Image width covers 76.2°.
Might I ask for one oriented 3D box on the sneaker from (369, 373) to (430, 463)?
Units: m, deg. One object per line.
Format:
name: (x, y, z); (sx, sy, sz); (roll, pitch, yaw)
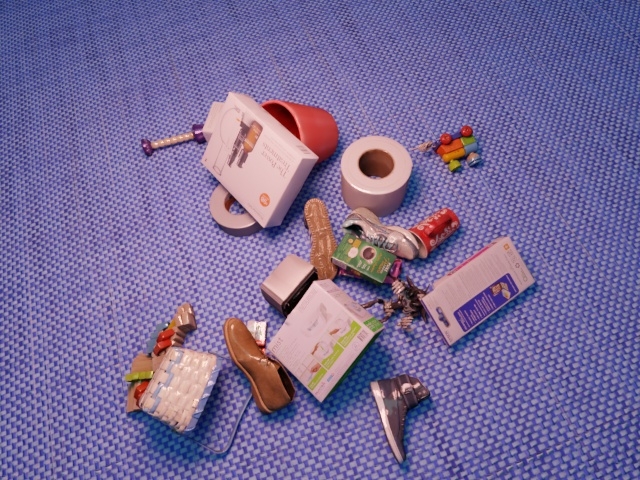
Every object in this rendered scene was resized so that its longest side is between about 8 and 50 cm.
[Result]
sneaker: (0.250, 0.498, 1.165); (0.163, 0.086, 0.226); (-15, 64, -1)

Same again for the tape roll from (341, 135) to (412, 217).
tape roll: (0.194, -0.227, 1.464); (0.246, 0.169, 0.246); (-2, 65, 3)

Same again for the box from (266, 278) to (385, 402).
box: (0.012, 0.285, 1.196); (0.231, 0.127, 0.262); (39, 104, 20)

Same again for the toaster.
toaster: (-0.096, 0.156, 1.304); (0.110, 0.168, 0.186); (34, 70, 20)

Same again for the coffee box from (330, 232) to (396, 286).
coffee box: (0.136, 0.061, 1.302); (0.184, 0.040, 0.113); (25, 60, 13)

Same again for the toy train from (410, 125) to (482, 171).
toy train: (0.477, -0.320, 1.537); (0.248, 0.105, 0.143); (-21, 79, -7)

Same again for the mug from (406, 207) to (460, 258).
mug: (0.391, -0.030, 1.380); (0.169, 0.150, 0.113); (-33, 101, -17)

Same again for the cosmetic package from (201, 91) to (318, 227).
cosmetic package: (-0.220, -0.272, 1.379); (0.377, 0.284, 0.097); (44, 32, 21)

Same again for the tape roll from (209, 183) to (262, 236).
tape roll: (-0.290, -0.126, 1.497); (0.219, 0.072, 0.219); (-2, 64, 3)

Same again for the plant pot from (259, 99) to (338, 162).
plant pot: (-0.080, -0.372, 1.480); (0.243, 0.275, 0.275); (-23, 61, -44)

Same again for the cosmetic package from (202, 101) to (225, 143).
cosmetic package: (-0.335, -0.428, 1.597); (0.183, 0.151, 0.151); (10, 66, 8)

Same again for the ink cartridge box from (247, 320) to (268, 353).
ink cartridge box: (-0.206, 0.318, 1.307); (0.062, 0.029, 0.115); (1, 65, 3)

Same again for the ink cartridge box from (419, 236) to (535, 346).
ink cartridge box: (0.489, 0.156, 1.289); (0.371, 0.069, 0.176); (-32, 93, -14)

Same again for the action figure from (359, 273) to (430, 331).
action figure: (0.241, 0.206, 1.270); (0.275, 0.141, 0.164); (-21, 86, -5)

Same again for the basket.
basket: (-0.343, 0.440, 1.181); (0.289, 0.201, 0.255); (31, 65, -13)

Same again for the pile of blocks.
pile of blocks: (-0.512, 0.350, 1.264); (0.149, 0.113, 0.362); (15, 66, 10)

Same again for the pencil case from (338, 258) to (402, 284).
pencil case: (0.165, 0.091, 1.359); (0.209, 0.095, 0.098); (9, 47, 6)

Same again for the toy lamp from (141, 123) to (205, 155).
toy lamp: (-0.575, -0.411, 1.644); (0.274, 0.080, 0.080); (-15, 65, -5)

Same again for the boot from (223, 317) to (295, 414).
boot: (-0.175, 0.350, 1.196); (0.115, 0.112, 0.305); (-31, 88, 28)

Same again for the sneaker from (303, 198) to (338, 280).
sneaker: (0.000, 0.000, 1.413); (0.099, 0.153, 0.282); (-9, 91, -4)

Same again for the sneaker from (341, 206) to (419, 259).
sneaker: (0.194, 0.000, 1.376); (0.283, 0.110, 0.122); (30, 44, 25)
